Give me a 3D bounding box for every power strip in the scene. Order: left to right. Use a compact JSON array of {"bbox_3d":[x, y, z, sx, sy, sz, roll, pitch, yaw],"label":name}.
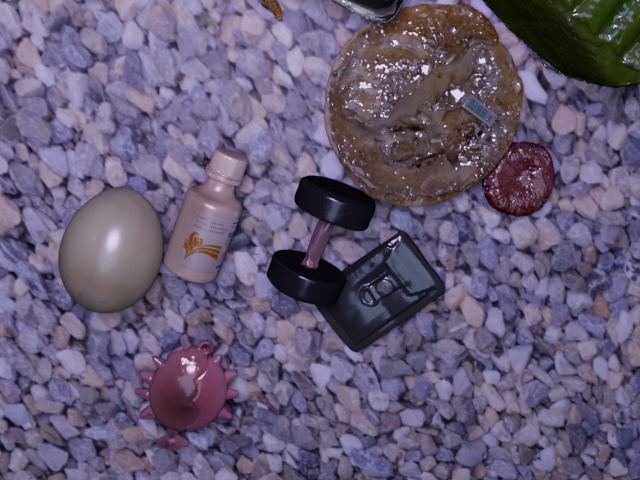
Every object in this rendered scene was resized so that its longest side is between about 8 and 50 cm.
[{"bbox_3d":[0.291,-0.236,1.289,0.083,0.017,0.027,32,97,-19],"label":"power strip"}]

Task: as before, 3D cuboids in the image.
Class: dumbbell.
[{"bbox_3d":[0.000,0.000,1.349,0.152,0.152,0.218,19,106,-8],"label":"dumbbell"}]

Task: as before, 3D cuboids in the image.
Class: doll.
[{"bbox_3d":[-0.278,0.323,1.472,0.211,0.093,0.262,12,106,-10],"label":"doll"}]

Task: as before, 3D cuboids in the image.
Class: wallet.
[{"bbox_3d":[0.118,0.110,1.447,0.245,0.052,0.169,-36,102,11],"label":"wallet"}]

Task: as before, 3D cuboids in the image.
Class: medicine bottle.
[{"bbox_3d":[-0.210,-0.050,1.345,0.114,0.114,0.252,20,105,-9],"label":"medicine bottle"}]

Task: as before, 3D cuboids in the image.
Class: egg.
[{"bbox_3d":[-0.388,0.019,1.320,0.185,0.186,0.242,20,103,-8],"label":"egg"}]

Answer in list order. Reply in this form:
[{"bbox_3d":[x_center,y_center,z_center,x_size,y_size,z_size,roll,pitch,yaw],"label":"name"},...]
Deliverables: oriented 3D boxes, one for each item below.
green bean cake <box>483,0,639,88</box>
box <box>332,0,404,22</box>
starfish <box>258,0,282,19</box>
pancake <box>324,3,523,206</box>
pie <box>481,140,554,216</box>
[{"bbox_3d":[0.420,-0.428,1.150,0.335,0.319,0.218,41,99,-18],"label":"green bean cake"},{"bbox_3d":[0.080,-0.527,1.163,0.220,0.166,0.291,23,97,-11],"label":"box"},{"bbox_3d":[-0.106,-0.503,1.244,0.208,0.053,0.176,19,96,-15],"label":"starfish"},{"bbox_3d":[0.190,-0.249,1.314,0.386,0.082,0.387,-2,104,-8],"label":"pancake"},{"bbox_3d":[0.391,-0.120,1.388,0.153,0.038,0.154,-1,105,-2],"label":"pie"}]
